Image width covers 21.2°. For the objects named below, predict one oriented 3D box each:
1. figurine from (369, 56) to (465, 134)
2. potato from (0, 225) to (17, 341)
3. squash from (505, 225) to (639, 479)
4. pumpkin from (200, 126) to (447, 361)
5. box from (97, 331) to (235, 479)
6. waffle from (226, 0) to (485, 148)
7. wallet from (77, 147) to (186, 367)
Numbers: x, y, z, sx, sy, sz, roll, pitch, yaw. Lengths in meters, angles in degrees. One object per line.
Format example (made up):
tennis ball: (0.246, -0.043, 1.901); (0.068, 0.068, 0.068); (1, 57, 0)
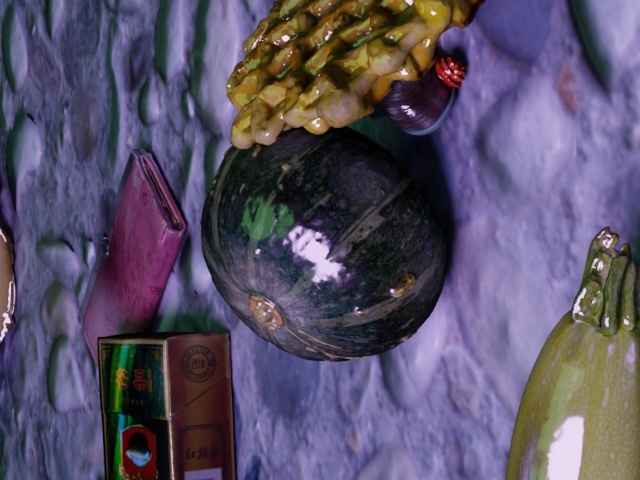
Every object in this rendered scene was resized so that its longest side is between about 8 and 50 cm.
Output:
figurine: (0.061, -0.108, 1.203); (0.060, 0.047, 0.106); (-53, 27, -3)
potato: (-0.479, 0.034, 1.981); (0.242, 0.242, 0.285); (11, 108, 59)
squash: (0.154, 0.157, 1.021); (0.094, 0.094, 0.341); (17, 109, 58)
pumpkin: (0.000, 0.000, 1.197); (0.190, 0.146, 0.190); (21, 137, 21)
box: (-0.138, 0.202, 1.536); (0.159, 0.071, 0.240); (-7, 86, 62)
waffle: (0.024, -0.157, 1.136); (0.243, 0.059, 0.238); (-53, 25, -11)
wallet: (-0.184, 0.036, 1.647); (0.119, 0.025, 0.232); (60, 141, 37)
